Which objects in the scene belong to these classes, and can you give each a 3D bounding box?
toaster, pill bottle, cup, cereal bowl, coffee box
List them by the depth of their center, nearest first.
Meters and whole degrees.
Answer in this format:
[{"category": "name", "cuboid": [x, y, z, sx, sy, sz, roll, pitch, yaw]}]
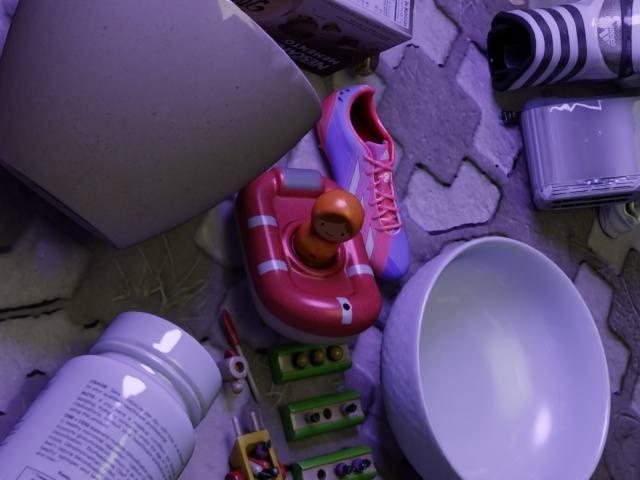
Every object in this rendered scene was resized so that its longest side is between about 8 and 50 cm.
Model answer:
[{"category": "pill bottle", "cuboid": [-0.222, 0.214, 1.273, 0.160, 0.160, 0.283, 46, 53, -18]}, {"category": "cup", "cuboid": [-0.200, -0.133, 1.334, 0.331, 0.331, 0.237, 40, 81, -22]}, {"category": "coffee box", "cuboid": [-0.047, -0.315, 1.556, 0.297, 0.168, 0.119, 19, 66, -39]}, {"category": "cereal bowl", "cuboid": [0.199, 0.174, 1.629, 0.339, 0.141, 0.339, 12, 70, -35]}, {"category": "toaster", "cuboid": [0.369, -0.125, 1.835, 0.227, 0.129, 0.146, -5, 80, 5]}]

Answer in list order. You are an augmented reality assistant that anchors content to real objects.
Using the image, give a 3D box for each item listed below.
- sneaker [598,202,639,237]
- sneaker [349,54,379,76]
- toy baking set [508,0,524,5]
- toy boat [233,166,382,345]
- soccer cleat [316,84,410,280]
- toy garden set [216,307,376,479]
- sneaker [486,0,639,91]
[{"category": "sneaker", "cuboid": [0.434, -0.084, 1.947, 0.054, 0.061, 0.152, -18, 87, -38]}, {"category": "sneaker", "cuboid": [0.072, -0.302, 1.723, 0.084, 0.069, 0.185, 4, 75, -32]}, {"category": "toy baking set", "cuboid": [0.303, -0.455, 1.871, 0.197, 0.030, 0.256, 51, 52, -16]}, {"category": "toy boat", "cuboid": [0.000, 0.000, 1.485, 0.151, 0.151, 0.231, 2, 56, -28]}, {"category": "soccer cleat", "cuboid": [0.063, -0.071, 1.628, 0.083, 0.095, 0.248, -16, 86, -40]}, {"category": "toy garden set", "cuboid": [-0.033, 0.173, 1.507, 0.204, 0.049, 0.244, -7, 80, -39]}, {"category": "sneaker", "cuboid": [0.377, -0.299, 1.902, 0.447, 0.257, 0.169, -18, 108, -73]}]
